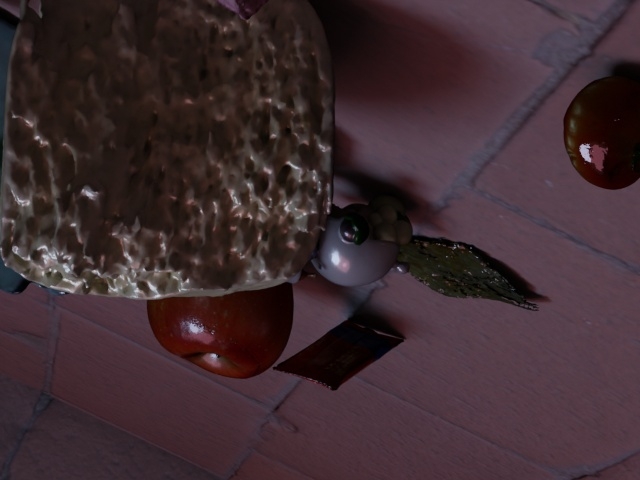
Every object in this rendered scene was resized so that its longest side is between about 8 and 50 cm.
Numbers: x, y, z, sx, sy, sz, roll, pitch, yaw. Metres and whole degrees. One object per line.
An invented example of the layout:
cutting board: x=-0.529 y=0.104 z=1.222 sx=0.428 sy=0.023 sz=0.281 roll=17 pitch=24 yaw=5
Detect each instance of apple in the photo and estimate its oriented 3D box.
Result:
apple: x=-0.113 y=0.069 z=2.034 sx=0.181 sy=0.168 sz=0.181 roll=17 pitch=157 yaw=8

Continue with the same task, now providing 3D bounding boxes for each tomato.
tomato: x=0.223 y=-0.086 z=1.325 sx=0.075 sy=0.087 sz=0.087 roll=46 pitch=178 yaw=38

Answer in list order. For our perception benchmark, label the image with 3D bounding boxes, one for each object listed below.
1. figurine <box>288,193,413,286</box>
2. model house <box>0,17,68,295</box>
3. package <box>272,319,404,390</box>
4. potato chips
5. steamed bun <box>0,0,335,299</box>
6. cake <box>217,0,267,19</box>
figurine: x=0.000 y=-0.001 z=1.726 sx=0.197 sy=0.093 sz=0.147 roll=2 pitch=174 yaw=-24
model house: x=-0.380 y=-0.086 z=1.880 sx=0.295 sy=0.251 sz=0.329 roll=29 pitch=168 yaw=-15
package: x=0.025 y=0.138 z=2.099 sx=0.083 sy=0.022 sz=0.200 roll=21 pitch=-157 yaw=22
potato chips: x=0.134 y=0.029 z=1.840 sx=0.209 sy=0.026 sz=0.142 roll=26 pitch=159 yaw=-5
steamed bun: x=-0.101 y=-0.077 z=1.461 sx=0.272 sy=0.290 sz=0.273 roll=14 pitch=177 yaw=15
cake: x=-0.134 y=-0.257 z=1.289 sx=0.295 sy=0.112 sz=0.116 roll=24 pitch=160 yaw=22
